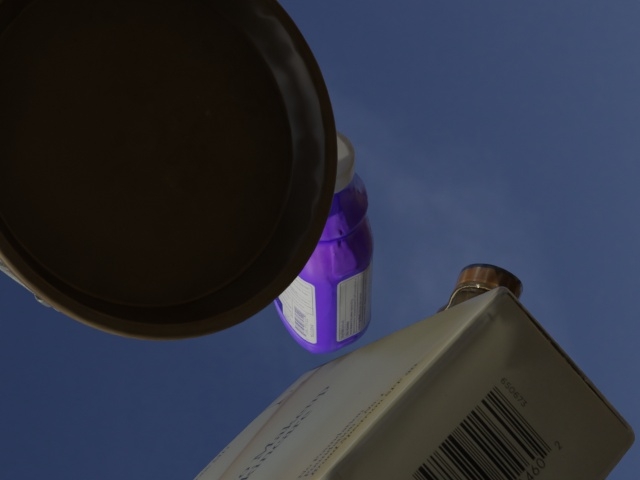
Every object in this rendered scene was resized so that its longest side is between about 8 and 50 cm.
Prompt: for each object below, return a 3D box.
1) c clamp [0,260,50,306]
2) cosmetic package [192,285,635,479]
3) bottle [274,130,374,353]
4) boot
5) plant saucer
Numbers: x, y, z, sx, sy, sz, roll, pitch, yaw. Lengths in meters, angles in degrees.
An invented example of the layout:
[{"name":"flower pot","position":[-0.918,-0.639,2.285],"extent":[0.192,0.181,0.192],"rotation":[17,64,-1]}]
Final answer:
[{"name":"c clamp","position":[-0.240,0.039,1.196],"extent":[0.022,0.137,0.160],"rotation":[-60,-21,-12]},{"name":"cosmetic package","position":[0.027,0.143,0.828],"extent":[0.160,0.309,0.113],"rotation":[-43,-85,-25]},{"name":"bottle","position":[0.000,0.000,1.405],"extent":[0.092,0.118,0.283],"rotation":[-24,-32,-15]},{"name":"boot","position":[0.130,0.115,1.301],"extent":[0.219,0.082,0.106],"rotation":[88,-158,-60]},{"name":"plant saucer","position":[-0.115,-0.070,0.950],"extent":[0.278,0.041,0.278],"rotation":[6,-101,-29]}]
